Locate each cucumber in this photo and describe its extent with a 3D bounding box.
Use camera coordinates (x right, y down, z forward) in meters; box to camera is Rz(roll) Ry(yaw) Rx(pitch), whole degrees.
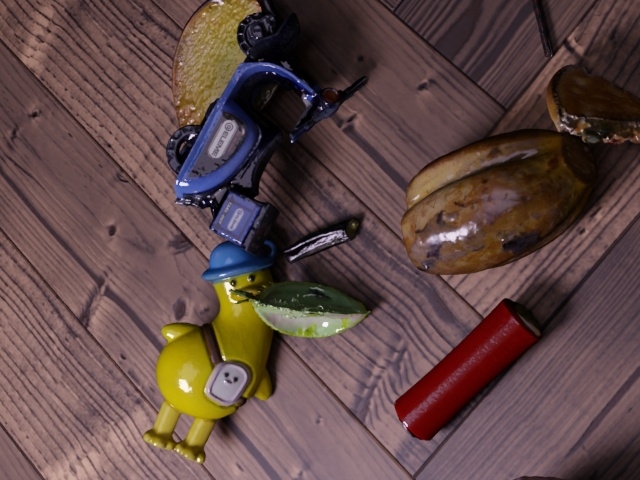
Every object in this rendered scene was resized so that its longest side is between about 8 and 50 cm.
[{"bbox_3d":[0.000,-0.001,2.004,0.134,0.033,0.034,-19,40,26],"label":"cucumber"}]

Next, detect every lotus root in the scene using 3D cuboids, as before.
[{"bbox_3d":[0.243,-0.055,1.798,0.290,0.193,0.193,-22,76,25],"label":"lotus root"}]

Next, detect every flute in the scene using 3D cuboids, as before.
[{"bbox_3d":[0.304,-0.393,1.883,0.014,0.014,0.270,-16,78,26],"label":"flute"}]

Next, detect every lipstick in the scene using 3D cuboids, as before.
[{"bbox_3d":[0.209,0.186,1.851,0.241,0.080,0.080,-45,67,18],"label":"lipstick"}]

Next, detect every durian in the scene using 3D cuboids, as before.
[{"bbox_3d":[-0.032,0.098,1.966,0.215,0.100,0.086,6,78,-1],"label":"durian"}]

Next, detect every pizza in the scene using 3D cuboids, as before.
[{"bbox_3d":[0.400,-0.169,1.768,0.195,0.185,0.052,19,127,2],"label":"pizza"}]

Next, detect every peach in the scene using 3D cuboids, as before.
[{"bbox_3d":[-0.144,-0.271,2.085,0.189,0.068,0.279,29,97,16],"label":"peach"}]

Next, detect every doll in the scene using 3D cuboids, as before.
[{"bbox_3d":[-0.151,0.165,2.029,0.199,0.145,0.363,25,88,-12],"label":"doll"}]

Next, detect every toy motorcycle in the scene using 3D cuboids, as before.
[{"bbox_3d":[-0.091,-0.174,1.978,0.212,0.125,0.359,28,89,11],"label":"toy motorcycle"}]

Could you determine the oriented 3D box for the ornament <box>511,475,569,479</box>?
[{"bbox_3d":[0.286,0.436,1.694,0.225,0.259,0.260,167,103,-65],"label":"ornament"}]
